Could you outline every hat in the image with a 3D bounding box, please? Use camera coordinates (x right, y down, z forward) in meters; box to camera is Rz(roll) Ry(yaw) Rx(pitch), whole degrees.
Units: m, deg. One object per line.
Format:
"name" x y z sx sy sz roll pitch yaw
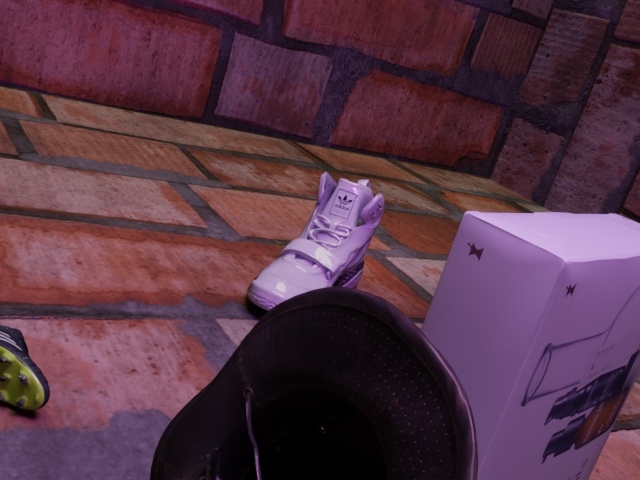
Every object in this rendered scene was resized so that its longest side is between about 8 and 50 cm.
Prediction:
"hat" 0.004 0.207 0.507 0.134 0.331 0.331 28 9 -35

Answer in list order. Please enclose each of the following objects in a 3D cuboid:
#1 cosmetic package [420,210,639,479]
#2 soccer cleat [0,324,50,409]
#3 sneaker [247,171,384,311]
"cosmetic package" 0.175 0.163 0.646 0.284 0.377 0.097 -1 25 -44
"soccer cleat" -0.344 0.126 0.785 0.178 0.060 0.072 24 17 28
"sneaker" 0.000 0.000 1.246 0.137 0.210 0.366 23 18 17
